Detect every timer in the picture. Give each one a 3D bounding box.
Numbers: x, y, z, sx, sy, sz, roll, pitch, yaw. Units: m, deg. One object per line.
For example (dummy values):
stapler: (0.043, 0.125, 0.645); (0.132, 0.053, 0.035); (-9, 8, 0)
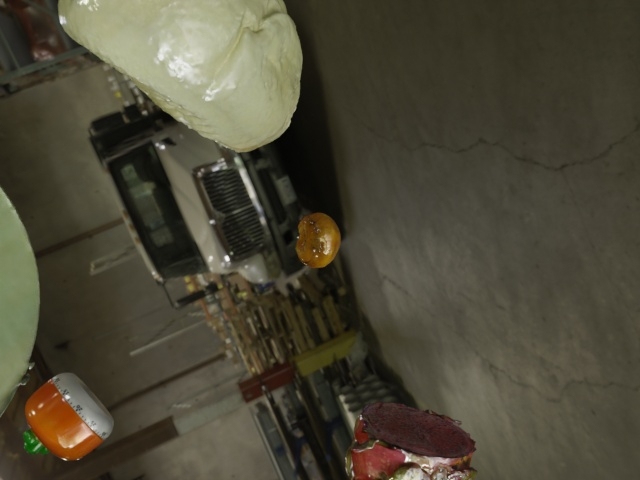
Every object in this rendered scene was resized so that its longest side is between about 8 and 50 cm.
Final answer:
timer: (-0.398, 0.281, 1.011); (0.136, 0.136, 0.099); (61, 175, 26)

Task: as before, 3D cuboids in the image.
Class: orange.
orange: (0.000, 0.000, 1.002); (0.086, 0.062, 0.086); (180, 90, -69)

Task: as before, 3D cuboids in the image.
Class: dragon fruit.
dragon fruit: (0.178, 0.545, 1.518); (0.296, 0.314, 0.263); (-127, 50, -75)

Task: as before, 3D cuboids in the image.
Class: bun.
bun: (-0.084, -0.139, 0.453); (0.164, 0.111, 0.188); (34, -179, 39)

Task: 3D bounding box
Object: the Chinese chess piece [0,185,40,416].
Chinese chess piece: (-0.407, 0.052, 0.514); (0.146, 0.349, 0.349); (-5, 113, 40)
